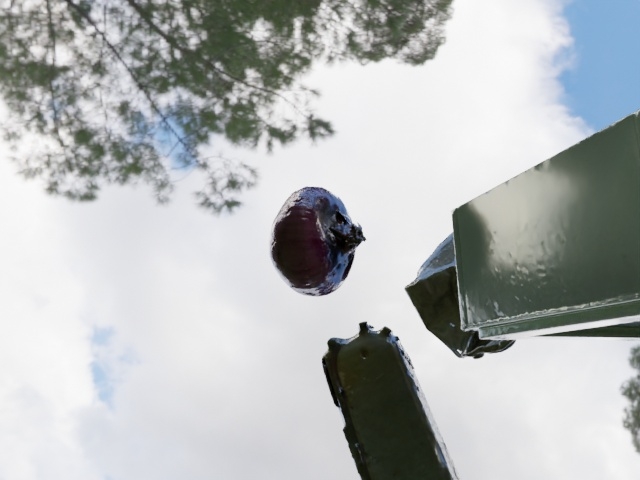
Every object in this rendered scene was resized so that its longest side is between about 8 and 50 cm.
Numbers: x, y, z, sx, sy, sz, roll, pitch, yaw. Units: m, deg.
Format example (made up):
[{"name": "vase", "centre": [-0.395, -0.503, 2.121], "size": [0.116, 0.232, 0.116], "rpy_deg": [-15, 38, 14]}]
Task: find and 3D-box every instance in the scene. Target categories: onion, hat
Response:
[{"name": "onion", "centre": [0.000, 0.000, 0.697], "size": [0.104, 0.115, 0.115], "rpy_deg": [-9, -81, 34]}, {"name": "hat", "centre": [0.263, 0.056, 1.025], "size": [0.214, 0.245, 0.149], "rpy_deg": [-17, -78, 53]}]

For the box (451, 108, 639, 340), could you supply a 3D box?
[{"name": "box", "centre": [0.253, 0.010, 0.507], "size": [0.225, 0.225, 0.117], "rpy_deg": [145, -55, -67]}]

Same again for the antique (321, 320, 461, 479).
[{"name": "antique", "centre": [0.100, 0.262, 1.015], "size": [0.125, 0.150, 0.284], "rpy_deg": [-24, -110, 6]}]
